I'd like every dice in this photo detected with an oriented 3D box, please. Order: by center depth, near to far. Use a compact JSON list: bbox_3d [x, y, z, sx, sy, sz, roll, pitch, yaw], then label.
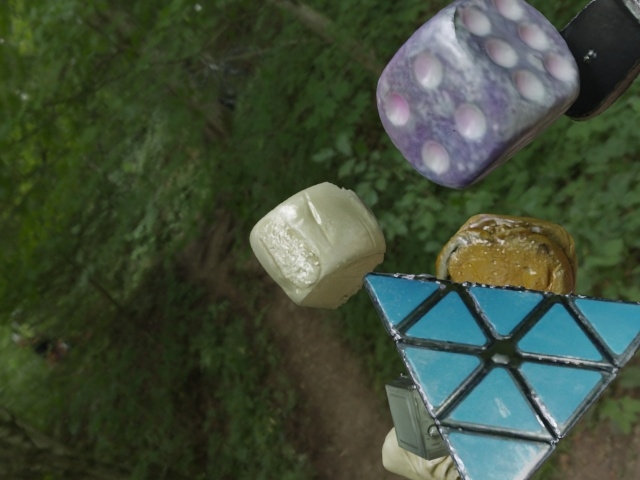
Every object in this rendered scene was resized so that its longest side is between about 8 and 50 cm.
[{"bbox_3d":[0.289,-0.279,1.489,0.270,0.270,0.271,-32,-9,-36],"label":"dice"}]

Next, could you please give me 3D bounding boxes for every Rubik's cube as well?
[{"bbox_3d":[0.180,0.155,0.812,0.228,0.228,0.233,-12,66,56],"label":"Rubik's cube"}]

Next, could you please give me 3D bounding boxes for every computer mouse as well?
[{"bbox_3d":[0.538,-0.354,1.537,0.087,0.168,0.295,-19,-21,-34],"label":"computer mouse"}]

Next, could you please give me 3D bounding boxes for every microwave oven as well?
[{"bbox_3d":[0.229,0.264,1.315,0.204,0.129,0.163,-12,-1,-15],"label":"microwave oven"}]

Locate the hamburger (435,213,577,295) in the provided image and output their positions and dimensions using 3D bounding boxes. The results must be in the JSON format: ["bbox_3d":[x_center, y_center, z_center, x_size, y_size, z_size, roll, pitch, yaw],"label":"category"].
[{"bbox_3d":[0.395,0.088,1.709,0.318,0.319,0.158,-45,-4,30],"label":"hamburger"}]

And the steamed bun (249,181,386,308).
[{"bbox_3d":[0.000,0.000,1.954,0.272,0.290,0.273,-53,-17,17],"label":"steamed bun"}]

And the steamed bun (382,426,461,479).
[{"bbox_3d":[0.312,0.463,1.809,0.276,0.289,0.203,28,-105,-52],"label":"steamed bun"}]
